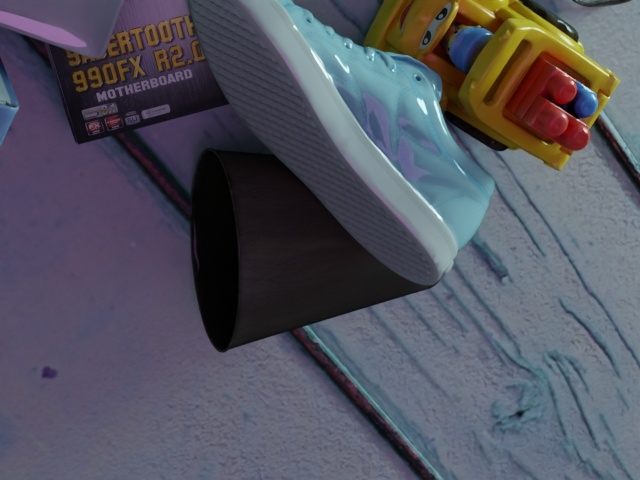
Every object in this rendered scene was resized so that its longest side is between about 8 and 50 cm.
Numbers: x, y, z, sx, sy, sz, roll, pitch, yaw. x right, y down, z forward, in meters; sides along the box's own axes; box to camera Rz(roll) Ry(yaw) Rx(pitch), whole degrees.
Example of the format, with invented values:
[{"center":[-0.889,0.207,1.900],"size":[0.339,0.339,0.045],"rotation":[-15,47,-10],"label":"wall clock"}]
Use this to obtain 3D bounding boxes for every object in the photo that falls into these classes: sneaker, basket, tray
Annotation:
[{"center":[0.027,-0.135,1.441],"size":[0.150,0.135,0.366],"rotation":[-49,114,-25],"label":"sneaker"},{"center":[0.000,0.000,1.554],"size":[0.226,0.154,0.204],"rotation":[-6,109,-21],"label":"basket"},{"center":[-0.296,-0.252,1.329],"size":[0.270,0.030,0.145],"rotation":[18,140,-12],"label":"tray"}]

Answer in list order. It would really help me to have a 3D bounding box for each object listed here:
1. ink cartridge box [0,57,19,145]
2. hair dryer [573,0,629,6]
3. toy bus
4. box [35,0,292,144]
[{"center":[-0.414,-0.001,1.333],"size":[0.151,0.270,0.395],"rotation":[24,102,-23],"label":"ink cartridge box"},{"center":[0.245,-0.358,1.526],"size":[0.293,0.080,0.224],"rotation":[18,105,-25],"label":"hair dryer"},{"center":[0.178,-0.163,1.511],"size":[0.220,0.211,0.149],"rotation":[29,102,-26],"label":"toy bus"},{"center":[-0.142,-0.208,1.448],"size":[0.231,0.056,0.183],"rotation":[-15,118,-6],"label":"box"}]
